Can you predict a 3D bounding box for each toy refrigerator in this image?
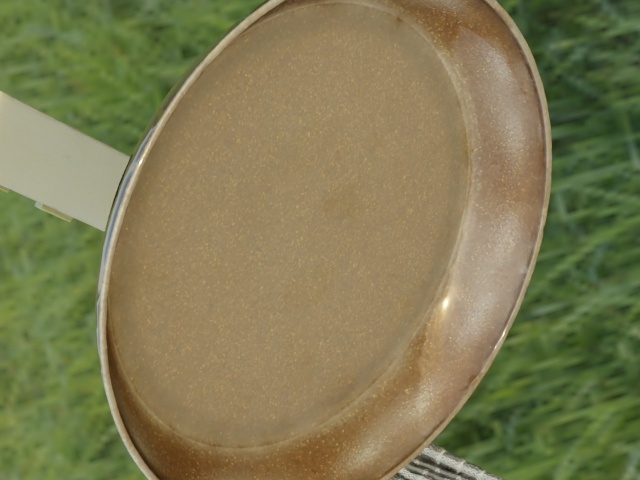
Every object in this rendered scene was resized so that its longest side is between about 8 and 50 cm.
[{"bbox_3d":[-0.296,-0.085,1.976,0.102,0.269,0.094,25,89,39],"label":"toy refrigerator"}]

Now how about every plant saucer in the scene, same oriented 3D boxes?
[{"bbox_3d":[0.000,0.000,1.006,0.050,0.311,0.310,27,129,44],"label":"plant saucer"}]

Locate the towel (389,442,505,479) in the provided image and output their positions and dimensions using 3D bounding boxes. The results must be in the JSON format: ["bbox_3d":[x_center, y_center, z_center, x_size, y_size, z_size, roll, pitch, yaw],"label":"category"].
[{"bbox_3d":[0.057,0.207,1.469,0.284,0.121,0.235,23,163,26],"label":"towel"}]
